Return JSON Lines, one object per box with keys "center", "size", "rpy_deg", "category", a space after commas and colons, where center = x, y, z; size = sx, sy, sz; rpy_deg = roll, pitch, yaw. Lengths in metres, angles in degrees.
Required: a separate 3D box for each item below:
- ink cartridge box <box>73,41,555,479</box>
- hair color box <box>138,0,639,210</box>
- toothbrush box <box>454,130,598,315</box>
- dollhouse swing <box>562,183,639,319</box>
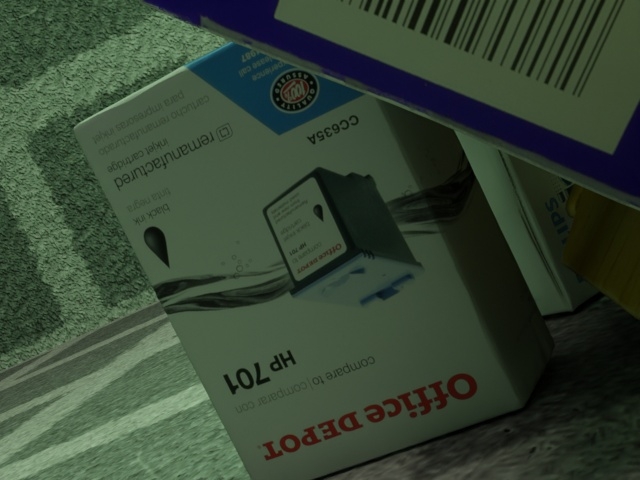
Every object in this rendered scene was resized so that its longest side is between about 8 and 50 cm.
{"center": [0.000, 0.000, 0.551], "size": [0.139, 0.191, 0.082], "rpy_deg": [-24, 5, 24], "category": "ink cartridge box"}
{"center": [0.072, -0.133, 0.484], "size": [0.339, 0.185, 0.110], "rpy_deg": [-63, -4, -66], "category": "hair color box"}
{"center": [0.157, -0.054, 0.792], "size": [0.295, 0.126, 0.216], "rpy_deg": [-27, 5, -35], "category": "toothbrush box"}
{"center": [0.307, -0.063, 0.454], "size": [0.347, 0.304, 0.315], "rpy_deg": [-68, 1, -84], "category": "dollhouse swing"}
